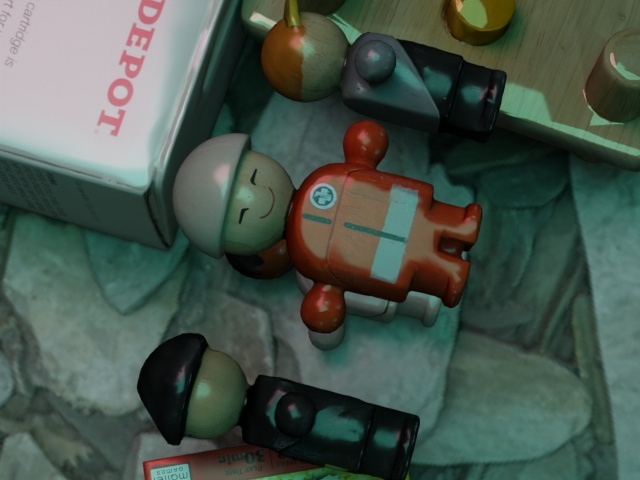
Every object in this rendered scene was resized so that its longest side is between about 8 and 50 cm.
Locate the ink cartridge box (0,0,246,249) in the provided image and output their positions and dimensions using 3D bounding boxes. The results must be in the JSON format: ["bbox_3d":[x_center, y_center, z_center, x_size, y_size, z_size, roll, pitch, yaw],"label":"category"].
[{"bbox_3d":[-0.200,-0.148,0.898,0.306,0.131,0.226,18,75,4],"label":"ink cartridge box"}]

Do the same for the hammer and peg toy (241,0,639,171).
[{"bbox_3d":[0.123,-0.241,0.922,0.266,0.127,0.361,19,73,4],"label":"hammer and peg toy"}]

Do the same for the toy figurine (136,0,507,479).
[{"bbox_3d":[0.000,0.000,0.808,0.148,0.213,0.209,14,42,2],"label":"toy figurine"}]

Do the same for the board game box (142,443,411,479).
[{"bbox_3d":[-0.011,0.206,0.844,0.146,0.045,0.193,-10,75,-2],"label":"board game box"}]
